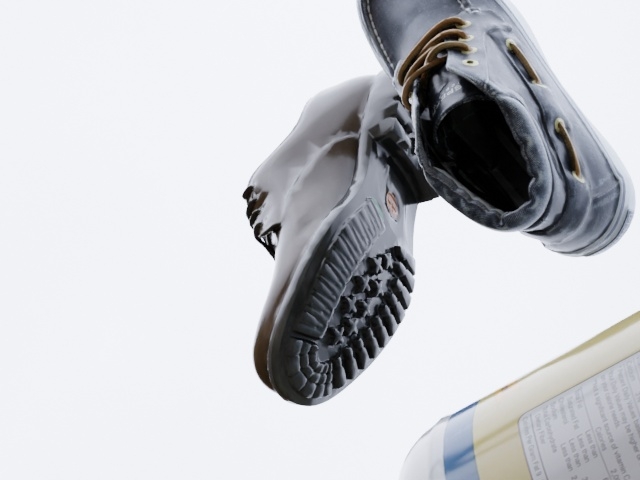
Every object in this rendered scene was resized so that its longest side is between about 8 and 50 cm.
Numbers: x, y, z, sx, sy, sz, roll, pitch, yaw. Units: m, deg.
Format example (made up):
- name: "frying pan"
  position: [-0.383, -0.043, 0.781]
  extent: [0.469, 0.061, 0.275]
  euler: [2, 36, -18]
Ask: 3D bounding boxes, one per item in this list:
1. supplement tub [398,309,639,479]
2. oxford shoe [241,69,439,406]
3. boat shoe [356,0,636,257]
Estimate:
- name: "supplement tub"
  position: [0.137, 0.073, 0.485]
  extent: [0.200, 0.144, 0.144]
  euler: [-31, -70, 16]
- name: "oxford shoe"
  position: [0.000, 0.000, 0.959]
  extent: [0.096, 0.227, 0.083]
  euler: [-7, -50, 28]
- name: "boat shoe"
  position: [0.060, -0.070, 0.767]
  extent: [0.065, 0.183, 0.083]
  euler: [-49, -31, 19]
